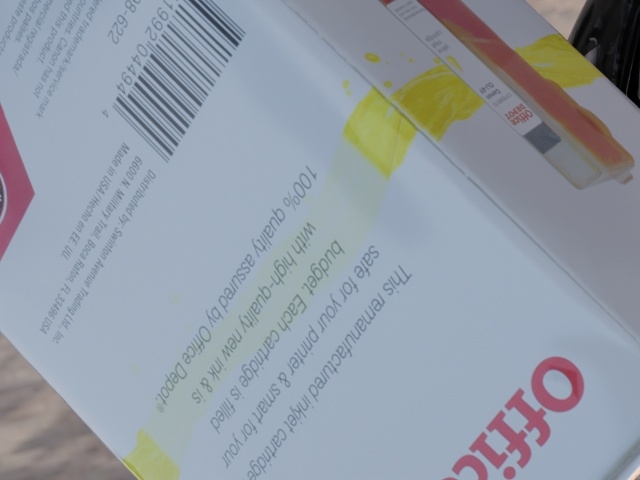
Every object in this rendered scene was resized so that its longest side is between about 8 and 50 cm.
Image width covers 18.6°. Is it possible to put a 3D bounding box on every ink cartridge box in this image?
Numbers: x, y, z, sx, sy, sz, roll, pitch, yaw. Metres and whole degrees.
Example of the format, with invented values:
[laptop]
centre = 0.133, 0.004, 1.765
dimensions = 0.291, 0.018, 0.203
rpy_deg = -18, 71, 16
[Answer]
[ink cartridge box]
centre = 0.000, 0.000, 0.960
dimensions = 0.160, 0.385, 0.279
rpy_deg = -27, 158, -50

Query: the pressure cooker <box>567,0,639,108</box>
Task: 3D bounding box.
[pressure cooker]
centre = 0.318, -0.033, 1.197
dimensions = 0.375, 0.420, 0.370
rpy_deg = -34, -160, 14
